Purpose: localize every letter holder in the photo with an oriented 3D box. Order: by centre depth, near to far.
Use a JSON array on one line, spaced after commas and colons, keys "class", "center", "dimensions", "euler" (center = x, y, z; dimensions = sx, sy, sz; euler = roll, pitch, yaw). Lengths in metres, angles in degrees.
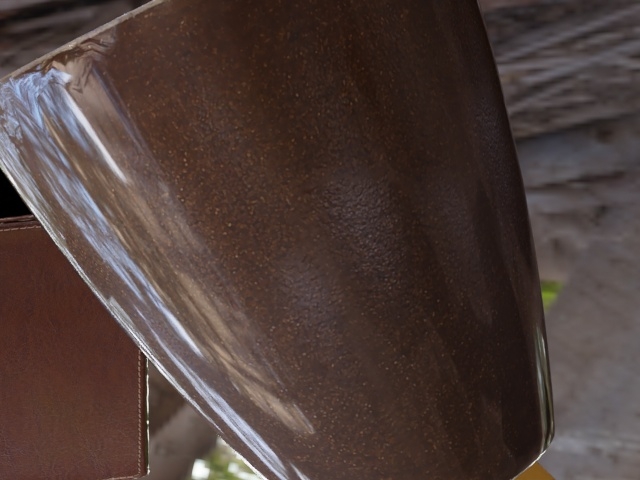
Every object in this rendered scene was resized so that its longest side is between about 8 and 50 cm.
[{"class": "letter holder", "center": [-0.253, 0.051, 1.431], "dimensions": [0.214, 0.152, 0.302], "euler": [-8, -46, -13]}]

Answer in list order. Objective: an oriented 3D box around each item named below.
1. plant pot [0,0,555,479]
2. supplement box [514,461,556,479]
[{"class": "plant pot", "center": [0.000, 0.000, 0.754], "dimensions": [0.215, 0.215, 0.230], "euler": [-31, -81, -36]}, {"class": "supplement box", "center": [0.071, 0.147, 1.192], "dimensions": [0.078, 0.233, 0.080], "euler": [-18, -36, -44]}]
